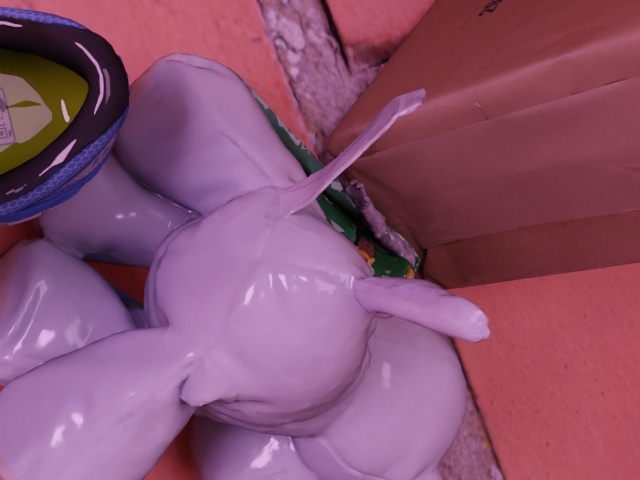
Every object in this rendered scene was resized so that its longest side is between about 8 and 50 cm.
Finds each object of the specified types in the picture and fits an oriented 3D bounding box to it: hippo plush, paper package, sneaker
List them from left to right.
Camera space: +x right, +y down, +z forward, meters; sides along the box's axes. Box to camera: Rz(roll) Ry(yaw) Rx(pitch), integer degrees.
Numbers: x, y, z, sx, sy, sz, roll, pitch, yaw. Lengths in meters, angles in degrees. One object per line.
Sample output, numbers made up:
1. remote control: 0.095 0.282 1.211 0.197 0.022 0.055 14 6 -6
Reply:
1. sneaker: -0.227 -0.036 0.363 0.330 0.147 0.130 -21 96 -26
2. hippo plush: -0.020 0.040 0.543 0.236 0.294 0.234 38 34 -48
3. paper package: 0.216 -0.140 0.694 0.168 0.309 0.325 50 56 -21

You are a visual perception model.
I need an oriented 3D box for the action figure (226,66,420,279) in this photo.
1. action figure: 0.000 0.000 0.659 0.232 0.063 0.137 34 75 -25
